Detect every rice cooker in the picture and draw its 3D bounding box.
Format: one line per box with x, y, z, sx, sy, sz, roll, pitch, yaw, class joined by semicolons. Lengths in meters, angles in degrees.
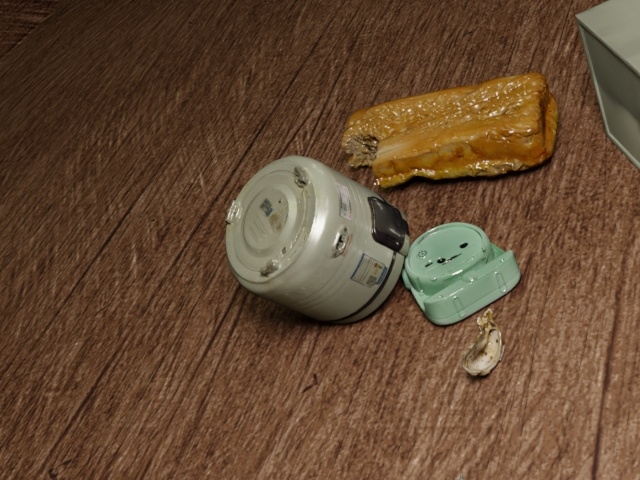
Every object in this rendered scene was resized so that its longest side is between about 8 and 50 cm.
0.000;0.000;1.391;0.226;0.244;0.226;-22;55;36;rice cooker

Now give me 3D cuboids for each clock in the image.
0.187;0.035;1.380;0.148;0.060;0.188;-32;34;-6;clock

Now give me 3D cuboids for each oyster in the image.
0.201;0.135;1.238;0.083;0.080;0.038;-11;-4;-37;oyster

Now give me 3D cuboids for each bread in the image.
0.204;-0.166;1.591;0.380;0.109;0.185;-7;48;30;bread

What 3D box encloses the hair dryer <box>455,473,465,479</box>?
0.168;0.306;1.070;0.063;0.037;0.124;-2;25;4;hair dryer

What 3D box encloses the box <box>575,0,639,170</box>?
0.484;-0.212;1.350;0.117;0.225;0.225;-25;35;4;box
